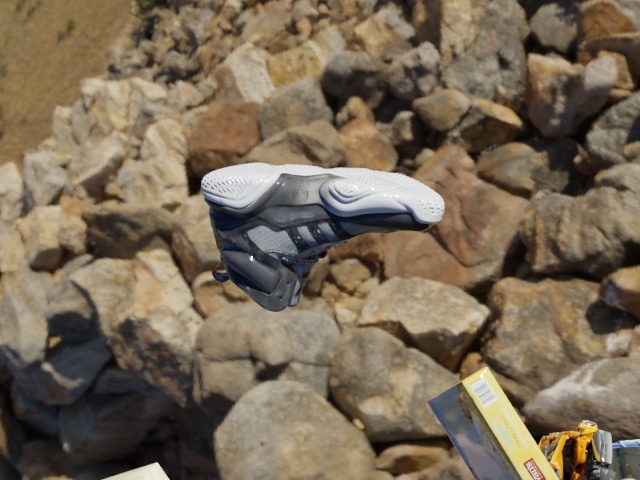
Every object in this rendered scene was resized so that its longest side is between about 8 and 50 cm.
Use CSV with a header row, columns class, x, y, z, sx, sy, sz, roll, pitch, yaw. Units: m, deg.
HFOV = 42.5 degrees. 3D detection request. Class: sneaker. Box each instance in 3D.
class,x,y,z,sx,sy,sz,roll,pitch,yaw
sneaker,0.000,0.000,0.906,0.268,0.101,0.153,6,107,15

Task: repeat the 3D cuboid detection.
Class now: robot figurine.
class,x,y,z,sx,sy,sz,roll,pitch,yaw
robot figurine,0.332,0.390,1.145,0.085,0.211,0.291,16,75,3

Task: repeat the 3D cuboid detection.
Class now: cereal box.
class,x,y,z,sx,sy,sz,roll,pitch,yaw
cereal box,0.235,0.278,1.164,0.047,0.240,0.173,-29,78,-11

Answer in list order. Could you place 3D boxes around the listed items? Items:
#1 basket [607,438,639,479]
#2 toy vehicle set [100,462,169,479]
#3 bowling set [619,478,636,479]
class,x,y,z,sx,sy,sz,roll,pitch,yaw
basket,0.730,0.549,1.837,0.254,0.289,0.201,-12,84,40
toy vehicle set,-0.230,0.455,1.198,0.166,0.267,0.035,-23,14,31
bowling set,0.540,0.564,1.375,0.154,0.200,0.287,-27,17,3
